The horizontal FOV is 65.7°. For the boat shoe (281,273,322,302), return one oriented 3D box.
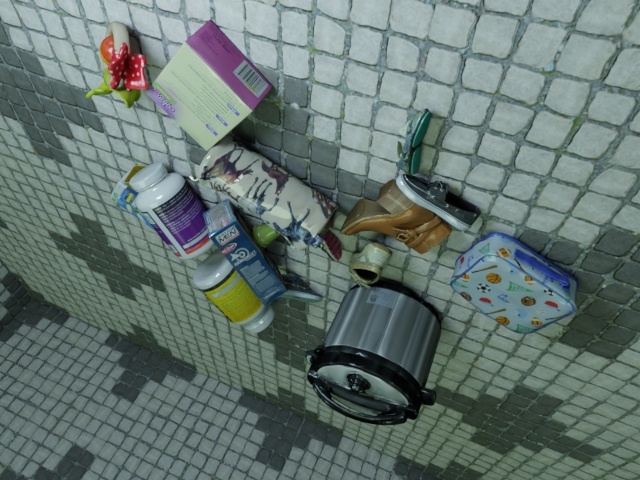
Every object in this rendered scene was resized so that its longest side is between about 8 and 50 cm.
[{"bbox_3d":[-0.070,0.179,1.850,0.183,0.083,0.065,17,153,-33],"label":"boat shoe"}]

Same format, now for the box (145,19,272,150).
[{"bbox_3d":[-0.284,-0.382,1.258,0.213,0.117,0.243,43,141,-20],"label":"box"}]

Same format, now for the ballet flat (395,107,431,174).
[{"bbox_3d":[0.209,-0.234,1.161,0.070,0.070,0.188,19,140,13],"label":"ballet flat"}]

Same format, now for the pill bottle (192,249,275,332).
[{"bbox_3d":[-0.327,0.209,1.942,0.188,0.188,0.334,-7,131,39],"label":"pill bottle"}]

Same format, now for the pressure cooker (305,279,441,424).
[{"bbox_3d":[0.174,0.389,1.633,0.375,0.420,0.370,42,141,-18],"label":"pressure cooker"}]

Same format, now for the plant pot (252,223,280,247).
[{"bbox_3d":[-0.168,-0.029,1.652,0.079,0.083,0.083,-26,119,35],"label":"plant pot"}]

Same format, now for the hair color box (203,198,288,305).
[{"bbox_3d":[-0.253,0.042,1.692,0.347,0.105,0.174,57,179,-35],"label":"hair color box"}]

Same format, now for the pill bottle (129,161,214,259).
[{"bbox_3d":[-0.494,-0.100,1.678,0.182,0.181,0.323,-3,130,36],"label":"pill bottle"}]

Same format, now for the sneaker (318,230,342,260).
[{"bbox_3d":[0.000,0.000,1.582,0.170,0.063,0.075,48,140,-17],"label":"sneaker"}]

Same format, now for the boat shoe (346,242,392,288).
[{"bbox_3d":[0.139,0.091,1.541,0.105,0.089,0.285,23,159,1],"label":"boat shoe"}]

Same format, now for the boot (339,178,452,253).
[{"bbox_3d":[0.203,-0.039,1.382,0.220,0.109,0.283,36,137,-16],"label":"boot"}]

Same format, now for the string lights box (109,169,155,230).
[{"bbox_3d":[-0.632,-0.128,1.830,0.260,0.076,0.133,39,142,-15],"label":"string lights box"}]

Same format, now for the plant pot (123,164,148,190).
[{"bbox_3d":[-0.616,-0.205,1.729,0.082,0.081,0.083,6,149,27],"label":"plant pot"}]

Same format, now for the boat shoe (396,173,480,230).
[{"bbox_3d":[0.300,-0.111,1.241,0.228,0.080,0.076,35,126,-3],"label":"boat shoe"}]

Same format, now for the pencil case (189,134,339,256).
[{"bbox_3d":[-0.156,-0.130,1.422,0.410,0.183,0.160,33,175,-7],"label":"pencil case"}]

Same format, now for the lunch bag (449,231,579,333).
[{"bbox_3d":[0.525,0.119,1.336,0.303,0.115,0.243,31,142,-2],"label":"lunch bag"}]

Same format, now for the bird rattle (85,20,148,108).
[{"bbox_3d":[-0.530,-0.459,1.272,0.143,0.206,0.253,-6,173,-26],"label":"bird rattle"}]
